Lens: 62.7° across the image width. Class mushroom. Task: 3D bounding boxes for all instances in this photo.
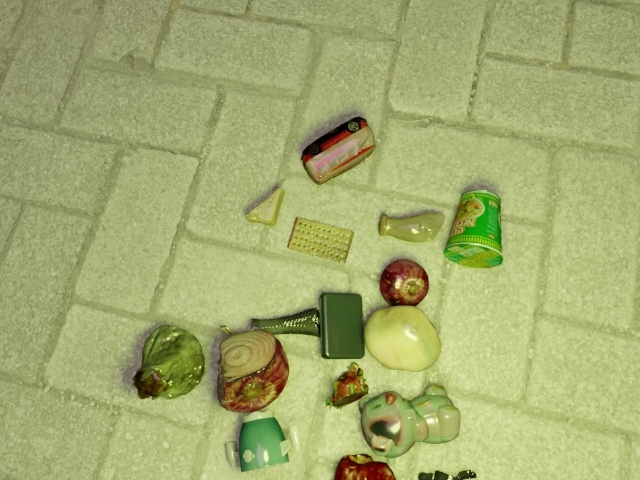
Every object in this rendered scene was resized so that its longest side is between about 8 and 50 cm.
[{"bbox_3d":[0.336,-0.046,1.924,0.246,0.096,0.108,-2,99,7],"label":"mushroom"},{"bbox_3d":[0.285,0.312,1.767,0.260,0.254,0.234,34,42,9],"label":"mushroom"}]

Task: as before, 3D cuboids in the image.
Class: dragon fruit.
[{"bbox_3d":[0.096,0.502,1.779,0.142,0.138,0.175,34,40,-25],"label":"dragon fruit"}]

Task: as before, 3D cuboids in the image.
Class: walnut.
[{"bbox_3d":[0.162,0.812,1.638,0.243,0.221,0.269,13,67,-24],"label":"walnut"}]

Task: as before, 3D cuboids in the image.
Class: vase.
[{"bbox_3d":[-0.122,0.301,1.855,0.237,0.115,0.116,-8,73,5],"label":"vase"}]

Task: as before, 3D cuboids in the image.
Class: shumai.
[{"bbox_3d":[-0.525,0.406,1.795,0.225,0.222,0.261,-11,69,4],"label":"shumai"}]

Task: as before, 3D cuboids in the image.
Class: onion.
[{"bbox_3d":[0.293,0.153,1.843,0.177,0.153,0.177,2,76,-7],"label":"onion"},{"bbox_3d":[-0.229,0.451,1.759,0.256,0.272,0.231,-4,118,10],"label":"onion"}]

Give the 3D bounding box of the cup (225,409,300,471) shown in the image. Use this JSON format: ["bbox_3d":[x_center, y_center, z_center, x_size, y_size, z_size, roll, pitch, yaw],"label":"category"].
[{"bbox_3d":[-0.193,0.655,1.728,0.299,0.167,0.173,-24,65,25],"label":"cup"}]

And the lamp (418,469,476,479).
[{"bbox_3d":[0.381,0.821,1.657,0.172,0.147,0.228,7,64,30],"label":"lamp"}]

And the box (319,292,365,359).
[{"bbox_3d":[0.074,0.298,1.838,0.160,0.050,0.230,4,72,-20],"label":"box"}]

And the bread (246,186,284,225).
[{"bbox_3d":[-0.208,-0.135,1.999,0.105,0.077,0.152,14,74,7],"label":"bread"}]

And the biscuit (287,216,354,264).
[{"bbox_3d":[0.000,0.000,1.974,0.231,0.016,0.139,14,75,8],"label":"biscuit"}]

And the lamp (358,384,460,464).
[{"bbox_3d":[0.278,0.601,1.699,0.300,0.247,0.248,-4,113,-8],"label":"lamp"}]

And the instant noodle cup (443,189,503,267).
[{"bbox_3d":[0.557,-0.044,1.868,0.206,0.207,0.233,11,66,7],"label":"instant noodle cup"}]

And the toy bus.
[{"bbox_3d":[0.072,-0.341,2.014,0.302,0.127,0.147,-30,79,-6],"label":"toy bus"}]
